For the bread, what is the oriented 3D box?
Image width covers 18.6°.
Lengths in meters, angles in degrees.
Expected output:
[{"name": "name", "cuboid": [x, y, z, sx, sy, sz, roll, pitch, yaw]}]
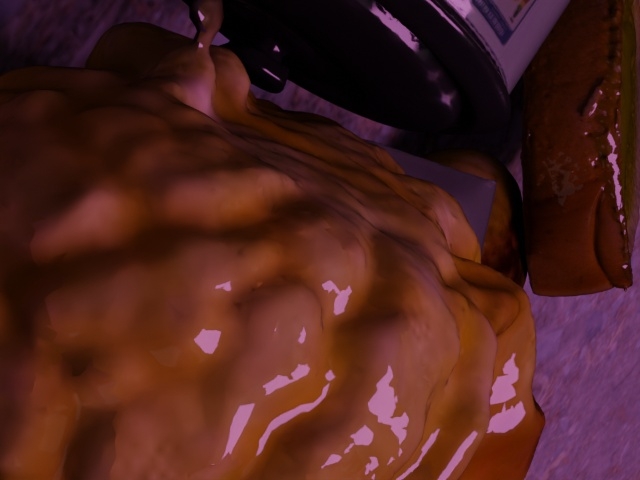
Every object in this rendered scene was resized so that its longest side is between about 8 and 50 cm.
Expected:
[{"name": "bread", "cuboid": [0.188, -0.076, 1.370, 0.236, 0.070, 0.236, 1, 90, -77]}]

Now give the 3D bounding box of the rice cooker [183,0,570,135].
[{"name": "rice cooker", "cuboid": [0.025, -0.174, 0.973, 0.227, 0.241, 0.280, -57, 151, -9]}]

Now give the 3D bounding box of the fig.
[{"name": "fig", "cuboid": [0.084, 0.010, 1.337, 0.153, 0.121, 0.136, -52, 145, -19]}]

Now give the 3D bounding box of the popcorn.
[{"name": "popcorn", "cuboid": [-0.079, 0.084, 0.900, 0.349, 0.349, 0.381, 9, 114, -58]}]

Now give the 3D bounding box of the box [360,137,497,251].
[{"name": "box", "cuboid": [0.000, 0.000, 1.178, 0.243, 0.163, 0.135, 11, 97, -58]}]
